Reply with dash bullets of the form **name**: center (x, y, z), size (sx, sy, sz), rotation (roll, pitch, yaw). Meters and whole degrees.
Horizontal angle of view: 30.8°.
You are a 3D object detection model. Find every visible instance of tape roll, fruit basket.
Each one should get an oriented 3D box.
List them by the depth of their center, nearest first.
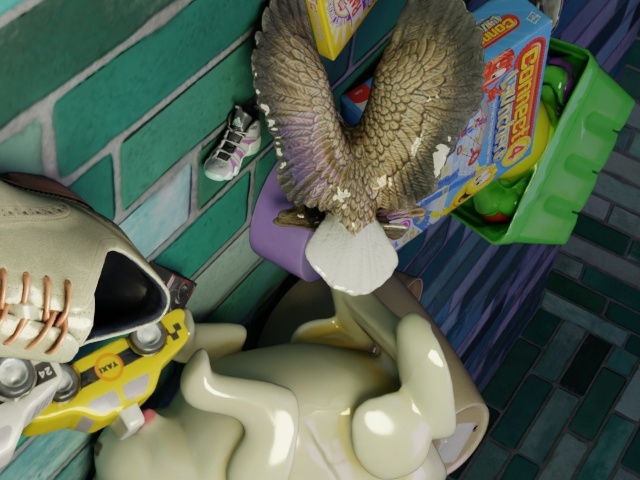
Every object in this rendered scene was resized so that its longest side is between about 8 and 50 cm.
- **tape roll**: center (-0.006, -0.048, 1.481), size (0.189, 0.080, 0.189), rotation (-53, 160, -29)
- **fruit basket**: center (0.323, -0.188, 2.019), size (0.392, 0.283, 0.392), rotation (-9, 113, -20)

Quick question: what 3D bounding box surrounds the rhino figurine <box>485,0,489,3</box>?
- **rhino figurine**: center (0.216, -0.287, 1.749), size (0.243, 0.073, 0.106), rotation (-51, 153, -24)

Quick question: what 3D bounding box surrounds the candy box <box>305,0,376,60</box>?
- **candy box**: center (0.021, -0.294, 1.282), size (0.105, 0.027, 0.206), rotation (-54, 160, -14)

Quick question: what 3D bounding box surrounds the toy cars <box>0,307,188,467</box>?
- **toy cars**: center (-0.239, 0.153, 1.012), size (0.176, 0.087, 0.393), rotation (-36, 171, 21)

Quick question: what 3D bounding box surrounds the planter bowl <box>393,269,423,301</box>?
- **planter bowl**: center (0.081, 0.109, 1.897), size (0.162, 0.109, 0.162), rotation (-52, 160, -28)

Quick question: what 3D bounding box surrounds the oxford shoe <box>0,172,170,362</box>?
- **oxford shoe**: center (-0.237, 0.020, 0.830), size (0.141, 0.146, 0.397), rotation (-66, 162, 13)

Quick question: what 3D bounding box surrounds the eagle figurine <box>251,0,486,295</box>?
- **eagle figurine**: center (0.033, -0.116, 1.266), size (0.226, 0.225, 0.298), rotation (-43, 157, -41)

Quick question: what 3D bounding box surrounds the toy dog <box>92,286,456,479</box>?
- **toy dog**: center (-0.078, 0.245, 1.353), size (0.407, 0.284, 0.395), rotation (-22, 126, -13)

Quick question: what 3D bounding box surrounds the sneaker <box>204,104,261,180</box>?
- **sneaker**: center (-0.092, -0.111, 1.227), size (0.098, 0.038, 0.069), rotation (-56, 162, -49)

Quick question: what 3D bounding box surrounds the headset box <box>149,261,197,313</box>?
- **headset box**: center (-0.173, 0.061, 1.253), size (0.062, 0.032, 0.083), rotation (-61, 164, -3)

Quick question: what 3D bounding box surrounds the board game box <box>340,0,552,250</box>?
- **board game box**: center (0.176, -0.159, 1.649), size (0.302, 0.086, 0.308), rotation (-35, 152, -16)

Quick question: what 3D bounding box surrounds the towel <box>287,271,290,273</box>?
- **towel**: center (0.000, 0.000, 1.604), size (0.119, 0.067, 0.029), rotation (-50, 118, -34)

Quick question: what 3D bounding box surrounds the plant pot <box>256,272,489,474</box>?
- **plant pot**: center (0.092, 0.195, 1.595), size (0.256, 0.274, 0.257), rotation (-28, 138, -28)

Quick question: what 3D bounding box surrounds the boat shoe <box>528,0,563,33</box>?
- **boat shoe**: center (0.362, -0.466, 1.820), size (0.121, 0.119, 0.335), rotation (-52, 160, -28)
